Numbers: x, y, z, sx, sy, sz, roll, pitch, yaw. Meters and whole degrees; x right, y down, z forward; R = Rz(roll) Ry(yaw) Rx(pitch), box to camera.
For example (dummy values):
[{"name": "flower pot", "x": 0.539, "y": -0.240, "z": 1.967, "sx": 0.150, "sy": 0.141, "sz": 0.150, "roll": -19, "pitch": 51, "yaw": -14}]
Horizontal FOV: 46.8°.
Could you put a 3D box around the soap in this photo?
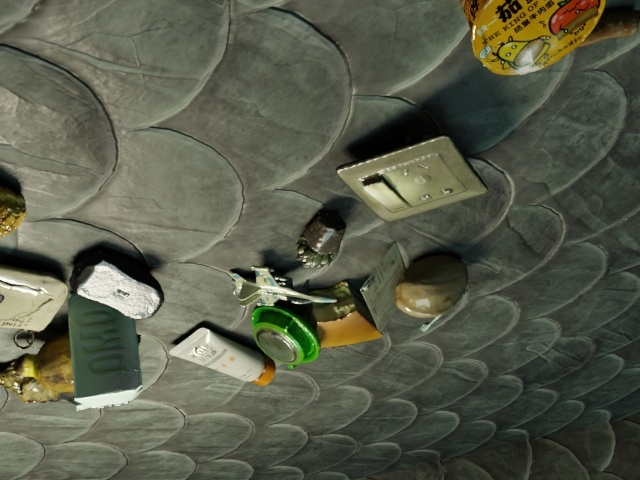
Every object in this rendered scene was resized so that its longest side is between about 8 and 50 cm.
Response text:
[{"name": "soap", "x": -0.490, "y": 0.240, "z": 1.682, "sx": 0.150, "sy": 0.261, "sz": 0.094, "roll": -4, "pitch": 154, "yaw": -20}]

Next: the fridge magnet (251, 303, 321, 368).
[{"name": "fridge magnet", "x": -0.095, "y": 0.250, "z": 1.944, "sx": 0.208, "sy": 0.088, "sz": 0.208, "roll": 23, "pitch": 141, "yaw": 20}]

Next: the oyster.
[{"name": "oyster", "x": -0.666, "y": 0.369, "z": 1.940, "sx": 0.221, "sy": 0.096, "sz": 0.361, "roll": -41, "pitch": 142, "yaw": 21}]

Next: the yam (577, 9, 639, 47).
[{"name": "yam", "x": 0.486, "y": -0.386, "z": 1.378, "sx": 0.241, "sy": 0.056, "sz": 0.057, "roll": -13, "pitch": 146, "yaw": -6}]

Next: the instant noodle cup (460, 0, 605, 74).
[{"name": "instant noodle cup", "x": 0.316, "y": -0.399, "z": 1.178, "sx": 0.216, "sy": 0.172, "sz": 0.216, "roll": -11, "pitch": 145, "yaw": -8}]

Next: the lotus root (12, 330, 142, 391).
[{"name": "lotus root", "x": -0.579, "y": 0.289, "z": 1.790, "sx": 0.314, "sy": 0.169, "sz": 0.141, "roll": -7, "pitch": 111, "yaw": -5}]

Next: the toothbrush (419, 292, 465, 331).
[{"name": "toothbrush", "x": 0.364, "y": 0.214, "z": 2.223, "sx": 0.019, "sy": 0.016, "sz": 0.219, "roll": 14, "pitch": 138, "yaw": -25}]

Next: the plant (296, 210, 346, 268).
[{"name": "plant", "x": 0.000, "y": 0.000, "z": 1.699, "sx": 0.092, "sy": 0.094, "sz": 0.143, "roll": -6, "pitch": 136, "yaw": -40}]

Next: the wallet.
[{"name": "wallet", "x": -0.707, "y": 0.130, "z": 1.594, "sx": 0.335, "sy": 0.068, "sz": 0.275, "roll": 17, "pitch": 136, "yaw": -38}]

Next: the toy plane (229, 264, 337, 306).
[{"name": "toy plane", "x": -0.090, "y": 0.117, "z": 1.810, "sx": 0.262, "sy": 0.088, "sz": 0.192, "roll": 1, "pitch": 147, "yaw": 0}]

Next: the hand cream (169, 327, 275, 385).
[{"name": "hand cream", "x": -0.256, "y": 0.317, "z": 2.053, "sx": 0.140, "sy": 0.089, "sz": 0.314, "roll": -39, "pitch": 133, "yaw": 26}]

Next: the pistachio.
[{"name": "pistachio", "x": 0.295, "y": 0.119, "z": 1.951, "sx": 0.238, "sy": 0.153, "sz": 0.138, "roll": -33, "pitch": 168, "yaw": -34}]

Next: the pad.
[{"name": "pad", "x": 0.177, "y": 0.128, "z": 1.936, "sx": 0.159, "sy": 0.009, "sz": 0.265, "roll": -53, "pitch": 150, "yaw": -17}]

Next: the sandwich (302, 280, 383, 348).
[{"name": "sandwich", "x": 0.074, "y": 0.197, "z": 1.989, "sx": 0.220, "sy": 0.108, "sz": 0.186, "roll": -5, "pitch": 145, "yaw": -17}]

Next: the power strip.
[{"name": "power strip", "x": 0.194, "y": -0.144, "z": 1.568, "sx": 0.251, "sy": 0.092, "sz": 0.257, "roll": -21, "pitch": 148, "yaw": 22}]

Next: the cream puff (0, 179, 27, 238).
[{"name": "cream puff", "x": -0.606, "y": -0.052, "z": 1.350, "sx": 0.133, "sy": 0.104, "sz": 0.119, "roll": 17, "pitch": 127, "yaw": -41}]

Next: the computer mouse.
[{"name": "computer mouse", "x": -0.447, "y": 0.095, "z": 1.643, "sx": 0.217, "sy": 0.073, "sz": 0.122, "roll": 35, "pitch": 103, "yaw": -35}]
